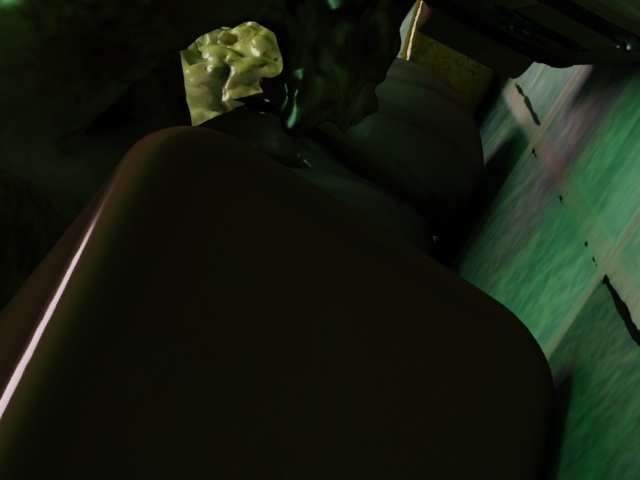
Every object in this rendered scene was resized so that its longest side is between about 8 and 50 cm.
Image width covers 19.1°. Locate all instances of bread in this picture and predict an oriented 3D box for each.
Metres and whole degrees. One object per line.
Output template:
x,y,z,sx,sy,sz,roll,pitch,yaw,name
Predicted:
0.092,-0.123,1.320,0.149,0.065,0.188,23,-97,-84,bread

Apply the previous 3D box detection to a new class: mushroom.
-0.169,-0.091,1.016,0.356,0.334,0.331,-17,61,50,mushroom

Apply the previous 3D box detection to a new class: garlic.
0.000,0.000,1.156,0.214,0.191,0.160,-40,45,34,garlic

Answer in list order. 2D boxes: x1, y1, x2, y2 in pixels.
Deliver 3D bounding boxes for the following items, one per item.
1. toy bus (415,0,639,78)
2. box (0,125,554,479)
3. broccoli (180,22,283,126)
0.140,-0.168,0.968,0.157,0.139,0.289,-64,13,-1,toy bus
-0.067,0.151,0.788,0.229,0.239,0.339,-49,14,40,box
-0.133,-0.082,1.678,0.293,0.281,0.348,-59,9,2,broccoli
